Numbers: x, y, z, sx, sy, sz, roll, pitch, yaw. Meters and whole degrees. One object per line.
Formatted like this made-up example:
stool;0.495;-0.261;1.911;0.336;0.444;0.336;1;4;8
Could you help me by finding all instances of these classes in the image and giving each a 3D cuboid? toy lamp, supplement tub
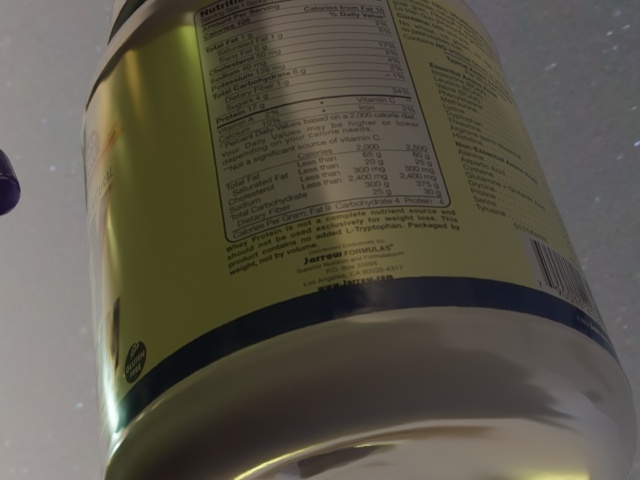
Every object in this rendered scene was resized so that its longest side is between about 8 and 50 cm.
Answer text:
toy lamp;-0.414;-0.098;1.262;0.275;0.080;0.080;32;-52;45
supplement tub;0.000;0.000;0.575;0.235;0.235;0.324;-56;-145;41
